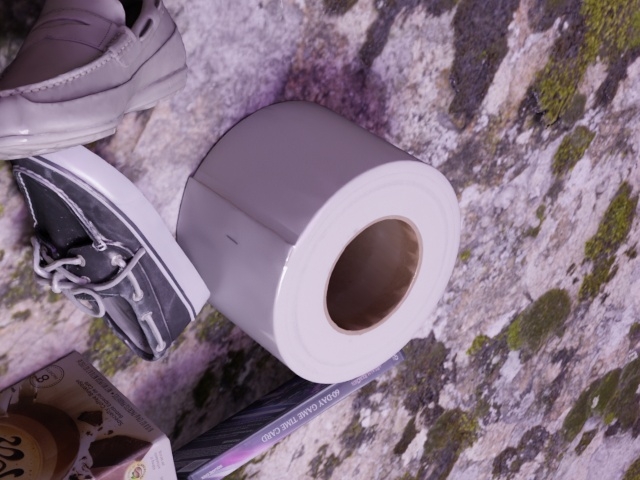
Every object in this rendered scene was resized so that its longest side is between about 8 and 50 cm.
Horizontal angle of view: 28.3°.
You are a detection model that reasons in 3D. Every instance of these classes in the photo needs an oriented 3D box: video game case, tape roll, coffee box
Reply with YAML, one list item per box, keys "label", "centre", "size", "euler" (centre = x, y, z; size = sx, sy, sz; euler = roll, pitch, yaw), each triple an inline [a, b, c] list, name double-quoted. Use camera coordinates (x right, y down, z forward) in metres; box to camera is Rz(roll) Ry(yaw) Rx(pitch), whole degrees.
- label: "video game case"
  centre: [-0.059, 0.193, 1.362]
  size: [0.274, 0.196, 0.026]
  euler: [-29, 92, -28]
- label: "tape roll"
  centre: [0.000, 0.000, 1.290]
  size: [0.246, 0.169, 0.246]
  euler: [-25, 131, -32]
- label: "coffee box"
  centre: [-0.298, 0.250, 1.165]
  size: [0.297, 0.168, 0.119]
  euler: [-29, 133, -28]

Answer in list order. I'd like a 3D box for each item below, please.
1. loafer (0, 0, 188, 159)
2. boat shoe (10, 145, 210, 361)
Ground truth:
- label: "loafer"
  centre: [-0.193, -0.138, 0.982]
  size: [0.319, 0.112, 0.111]
  euler: [-58, 139, -69]
- label: "boat shoe"
  centre: [-0.205, 0.011, 1.143]
  size: [0.105, 0.113, 0.306]
  euler: [-57, 151, -19]
